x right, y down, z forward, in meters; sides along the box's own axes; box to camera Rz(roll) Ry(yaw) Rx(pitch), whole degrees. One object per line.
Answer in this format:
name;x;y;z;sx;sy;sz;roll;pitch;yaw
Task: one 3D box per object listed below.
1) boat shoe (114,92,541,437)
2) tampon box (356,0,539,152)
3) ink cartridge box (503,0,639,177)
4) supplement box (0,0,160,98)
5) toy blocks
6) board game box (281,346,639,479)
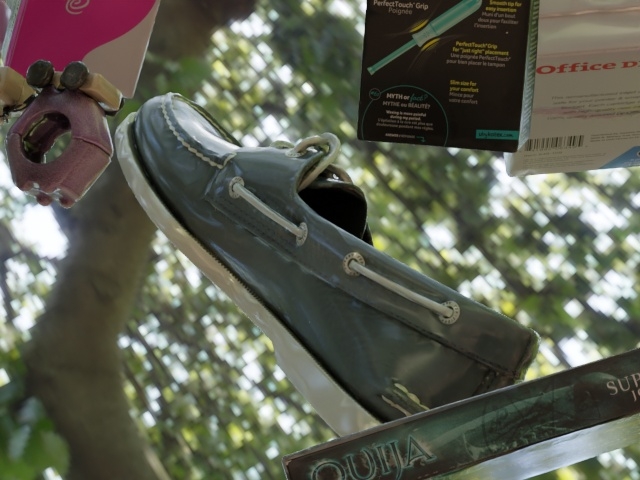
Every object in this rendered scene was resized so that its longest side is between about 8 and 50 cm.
boat shoe;0.000;0.000;0.919;0.116;0.319;0.099;24;-73;-45
tampon box;0.097;-0.152;1.286;0.120;0.101;0.161;6;-81;10
ink cartridge box;0.277;-0.212;1.756;0.198;0.197;0.270;-5;-22;2
supplement box;-0.216;-0.224;1.501;0.111;0.220;0.114;9;-60;-22
toy blocks;-0.348;-0.050;1.228;0.309;0.288;0.260;39;-121;-59
board game box;0.079;0.076;0.691;0.186;0.026;0.126;-17;-14;-2
